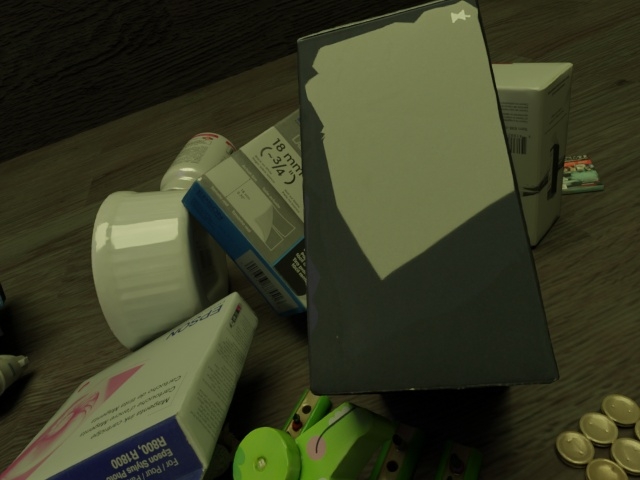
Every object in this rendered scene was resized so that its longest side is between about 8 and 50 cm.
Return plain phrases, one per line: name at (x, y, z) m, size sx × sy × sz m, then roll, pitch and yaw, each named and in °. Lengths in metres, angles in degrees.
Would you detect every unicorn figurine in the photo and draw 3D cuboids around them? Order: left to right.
unicorn figurine at (-0.167, 0.296, 0.542) m, size 0.162 × 0.060 × 0.111 m, roll -39°, pitch 39°, yaw -26°

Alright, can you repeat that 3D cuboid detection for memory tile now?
memory tile at (0.332, 0.232, 0.441) m, size 0.113 × 0.012 × 0.148 m, roll -30°, pitch 37°, yaw -15°

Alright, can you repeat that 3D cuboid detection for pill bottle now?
pill bottle at (-0.312, -0.149, 1.126) m, size 0.160 × 0.161 × 0.283 m, roll -10°, pitch 35°, yaw 12°

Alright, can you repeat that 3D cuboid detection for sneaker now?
sneaker at (-0.665, 0.276, 0.798) m, size 0.281 × 0.105 × 0.115 m, roll -13°, pitch 5°, yaw 12°

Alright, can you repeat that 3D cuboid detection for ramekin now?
ramekin at (-0.253, 0.043, 0.751) m, size 0.135 × 0.277 × 0.277 m, roll -9°, pitch 35°, yaw 1°

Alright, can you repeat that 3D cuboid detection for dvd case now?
dvd case at (0.490, -0.130, 0.858) m, size 0.087 × 0.013 × 0.120 m, roll -5°, pitch 36°, yaw 18°

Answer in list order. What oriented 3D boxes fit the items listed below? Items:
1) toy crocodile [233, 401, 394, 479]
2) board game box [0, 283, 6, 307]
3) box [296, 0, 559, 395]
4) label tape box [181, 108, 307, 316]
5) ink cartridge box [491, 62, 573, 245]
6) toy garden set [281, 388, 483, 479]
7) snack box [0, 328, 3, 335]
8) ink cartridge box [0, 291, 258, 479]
toy crocodile at (-0.071, 0.276, 0.426) m, size 0.340 × 0.115 × 0.105 m, roll -36°, pitch 50°, yaw 2°
board game box at (-0.786, 0.138, 0.826) m, size 0.308 × 0.086 × 0.301 m, roll -23°, pitch 9°, yaw -33°
box at (0.108, -0.010, 0.497) m, size 0.178 × 0.312 × 0.344 m, roll -8°, pitch 70°, yaw 14°
label tape box at (-0.014, -0.079, 0.720) m, size 0.333 × 0.241 × 0.106 m, roll -44°, pitch 8°, yaw -31°
ink cartridge box at (0.297, -0.147, 0.749) m, size 0.114 × 0.273 × 0.196 m, roll -36°, pitch 38°, yaw -29°
toy garden set at (0.029, 0.279, 0.484) m, size 0.244 × 0.049 × 0.204 m, roll 7°, pitch 42°, yaw 32°
snack box at (-0.796, 0.218, 0.872) m, size 0.206 × 0.070 × 0.174 m, roll -17°, pitch 7°, yaw 0°
ink cartridge box at (-0.246, 0.230, 0.516) m, size 0.324 × 0.072 × 0.330 m, roll -30°, pitch 15°, yaw 14°
